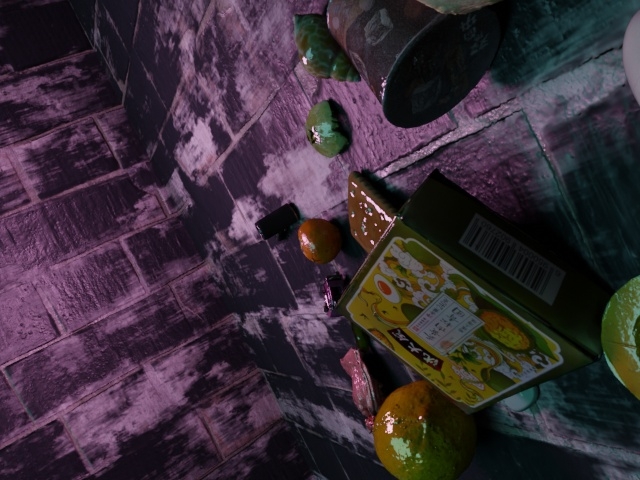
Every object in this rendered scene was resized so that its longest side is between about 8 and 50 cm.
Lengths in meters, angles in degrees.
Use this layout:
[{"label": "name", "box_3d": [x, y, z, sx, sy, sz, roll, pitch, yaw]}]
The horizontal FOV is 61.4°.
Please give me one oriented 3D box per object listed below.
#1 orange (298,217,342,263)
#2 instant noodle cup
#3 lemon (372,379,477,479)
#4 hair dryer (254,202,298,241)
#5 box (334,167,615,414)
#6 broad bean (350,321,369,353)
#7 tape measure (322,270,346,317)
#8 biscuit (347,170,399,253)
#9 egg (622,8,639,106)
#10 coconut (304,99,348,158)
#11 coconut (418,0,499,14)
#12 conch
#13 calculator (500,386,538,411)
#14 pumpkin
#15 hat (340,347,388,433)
[{"label": "orange", "box_3d": [0.000, 0.001, 1.525, 0.135, 0.117, 0.136, 171, 90, -79]}, {"label": "instant noodle cup", "box_3d": [0.133, -0.323, 0.844, 0.207, 0.217, 0.217, 56, 155, 27]}, {"label": "lemon", "box_3d": [0.260, 0.488, 1.359, 0.258, 0.258, 0.310, 50, 155, 23]}, {"label": "hair dryer", "box_3d": [-0.149, -0.028, 1.792, 0.070, 0.128, 0.255, 55, 165, 13]}, {"label": "box", "box_3d": [0.252, 0.121, 1.007, 0.373, 0.138, 0.420, 37, 148, 6]}, {"label": "broad bean", "box_3d": [0.117, 0.256, 1.653, 0.069, 0.039, 0.227, 28, 139, 42]}, {"label": "tape measure", "box_3d": [0.043, 0.170, 1.640, 0.118, 0.074, 0.125, 100, 162, -62]}, {"label": "biscuit", "box_3d": [0.153, -0.003, 1.257, 0.325, 0.044, 0.217, 52, 155, 41]}, {"label": "egg", "box_3d": [0.401, -0.171, 0.537, 0.209, 0.151, 0.151, 52, 154, 30]}, {"label": "coconut", "box_3d": [0.008, -0.260, 1.314, 0.133, 0.055, 0.158, 46, 152, 34]}, {"label": "coconut", "box_3d": [0.129, -0.444, 0.612, 0.309, 0.297, 0.297, 43, 150, 26]}, {"label": "conch", "box_3d": [0.002, -0.407, 1.124, 0.116, 0.106, 0.173, 62, -173, -62]}, {"label": "calculator", "box_3d": [0.417, 0.323, 1.166, 0.095, 0.021, 0.153, 51, 150, 23]}, {"label": "pumpkin", "box_3d": [0.508, 0.131, 0.715, 0.217, 0.110, 0.217, 36, 133, 51]}, {"label": "hat", "box_3d": [0.153, 0.484, 1.727, 0.237, 0.107, 0.286, 90, 161, -68]}]
